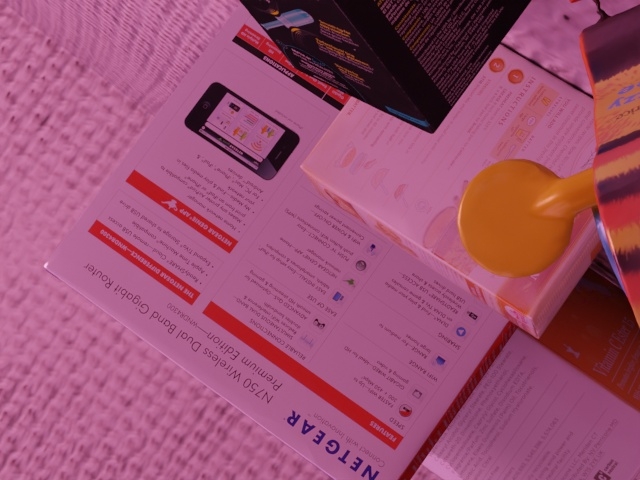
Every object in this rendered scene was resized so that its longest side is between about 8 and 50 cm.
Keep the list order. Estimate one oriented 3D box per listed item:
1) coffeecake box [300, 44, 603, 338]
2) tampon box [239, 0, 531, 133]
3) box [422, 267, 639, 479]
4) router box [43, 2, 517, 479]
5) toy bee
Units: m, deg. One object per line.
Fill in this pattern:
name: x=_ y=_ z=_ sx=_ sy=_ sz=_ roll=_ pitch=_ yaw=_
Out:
coffeecake box: x=0.105 y=-0.048 z=0.951 sx=0.185 sy=0.142 sz=0.068 roll=34 pitch=174 yaw=19
tampon box: x=0.020 y=-0.156 z=0.792 sx=0.120 sy=0.101 sz=0.161 roll=31 pitch=171 yaw=36
box: x=0.145 y=0.092 z=1.313 sx=0.345 sy=0.168 sz=0.215 roll=35 pitch=-154 yaw=9
router box: x=0.000 y=0.000 z=1.163 sx=0.335 sy=0.301 sz=0.082 roll=35 pitch=173 yaw=13
toy bee: x=0.148 y=-0.048 z=0.649 sx=0.162 sy=0.195 sz=0.298 roll=62 pitch=180 yaw=-10
